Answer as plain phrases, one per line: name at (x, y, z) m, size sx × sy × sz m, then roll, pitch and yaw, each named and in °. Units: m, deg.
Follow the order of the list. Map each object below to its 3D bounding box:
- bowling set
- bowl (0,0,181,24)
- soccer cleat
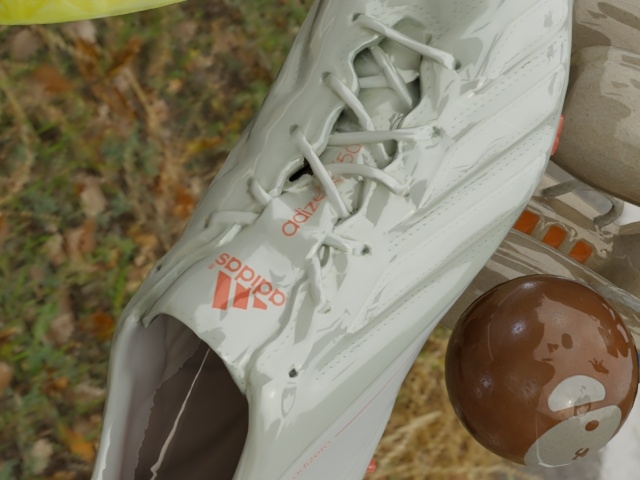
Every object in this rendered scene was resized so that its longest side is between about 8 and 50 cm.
bowling set at (0.120, 0.007, 0.481) m, size 0.154 × 0.287 × 0.199 m, roll 24°, pitch 59°, yaw -7°
bowl at (-0.166, -0.262, 0.980) m, size 0.289 × 0.290 × 0.156 m, roll -53°, pitch 143°, yaw -54°
soccer cleat at (0.000, 0.000, 0.341) m, size 0.076 × 0.068 × 0.196 m, roll 9°, pitch 106°, yaw -55°
